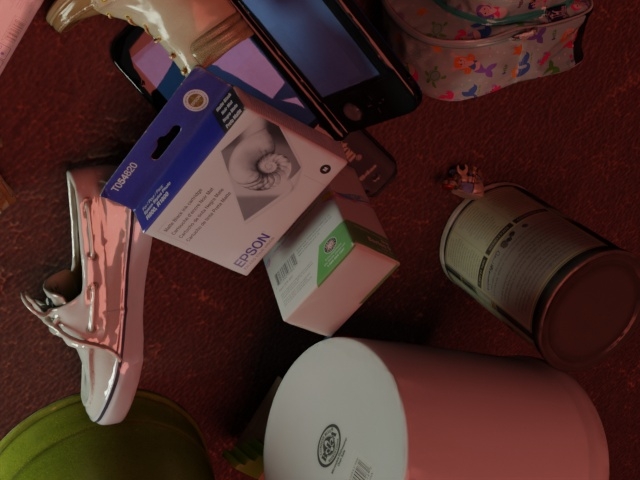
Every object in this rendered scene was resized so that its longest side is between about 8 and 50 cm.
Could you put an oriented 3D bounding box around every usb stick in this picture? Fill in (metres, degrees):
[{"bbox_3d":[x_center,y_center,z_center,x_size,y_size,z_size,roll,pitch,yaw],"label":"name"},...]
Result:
[{"bbox_3d":[0.010,-0.158,1.346,0.077,0.045,0.278,-49,127,2],"label":"usb stick"}]

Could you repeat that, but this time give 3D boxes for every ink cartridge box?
[{"bbox_3d":[-0.118,-0.076,1.159,0.224,0.045,0.223,25,120,-32],"label":"ink cartridge box"},{"bbox_3d":[-0.338,-0.290,1.061,0.046,0.097,0.207,28,100,-35],"label":"ink cartridge box"},{"bbox_3d":[0.000,0.000,1.301,0.093,0.212,0.154,22,119,-37],"label":"ink cartridge box"}]

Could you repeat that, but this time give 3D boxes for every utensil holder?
[{"bbox_3d":[0.158,0.307,1.344,0.386,0.327,0.327,13,108,-36],"label":"utensil holder"}]

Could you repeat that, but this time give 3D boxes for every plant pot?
[{"bbox_3d":[-0.274,0.455,1.321,0.367,0.353,0.366,-12,119,-22],"label":"plant pot"}]

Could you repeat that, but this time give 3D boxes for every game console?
[{"bbox_3d":[-0.068,-0.206,1.166,0.293,0.250,0.173,48,61,-20],"label":"game console"}]

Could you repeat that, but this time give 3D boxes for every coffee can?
[{"bbox_3d":[0.343,0.049,1.486,0.202,0.275,0.201,-12,120,-22],"label":"coffee can"}]

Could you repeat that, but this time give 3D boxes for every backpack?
[{"bbox_3d":[0.209,-0.305,1.256,0.254,0.225,0.191,-24,141,-11],"label":"backpack"}]

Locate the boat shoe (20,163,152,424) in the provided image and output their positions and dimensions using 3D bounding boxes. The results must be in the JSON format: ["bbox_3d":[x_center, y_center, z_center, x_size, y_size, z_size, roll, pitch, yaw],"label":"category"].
[{"bbox_3d":[-0.316,0.077,1.240,0.157,0.136,0.367,0,112,-28],"label":"boat shoe"}]

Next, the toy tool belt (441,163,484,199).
[{"bbox_3d":[0.225,-0.098,1.496,0.083,0.052,0.051,17,75,-37],"label":"toy tool belt"}]

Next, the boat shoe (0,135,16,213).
[{"bbox_3d":[-0.419,-0.113,1.138,0.072,0.068,0.190,-31,136,-25],"label":"boat shoe"}]

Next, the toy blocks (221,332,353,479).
[{"bbox_3d":[0.045,0.306,1.543,0.381,0.191,0.261,36,83,-36],"label":"toy blocks"}]

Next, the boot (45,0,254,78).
[{"bbox_3d":[-0.201,-0.253,1.103,0.213,0.077,0.165,-26,108,20],"label":"boot"}]
